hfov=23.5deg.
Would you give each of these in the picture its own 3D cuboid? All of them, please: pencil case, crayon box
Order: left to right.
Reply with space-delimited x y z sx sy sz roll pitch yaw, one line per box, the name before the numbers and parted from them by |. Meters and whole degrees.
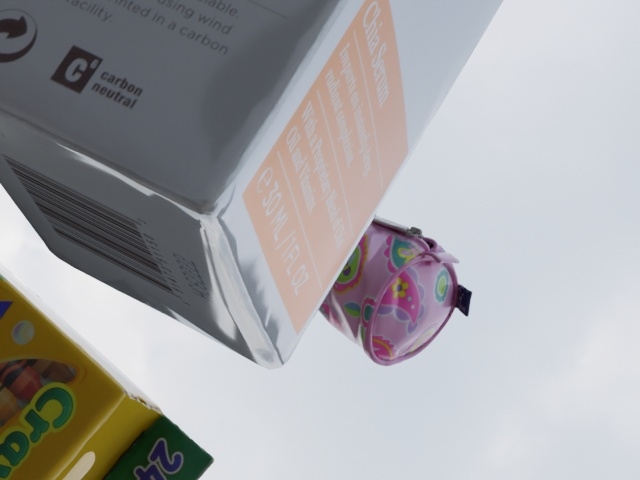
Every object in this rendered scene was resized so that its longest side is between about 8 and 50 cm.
crayon box | -0.262 0.125 1.095 0.323 0.083 0.203 38 -94 23
pencil case | 0.000 0.000 1.396 0.284 0.124 0.124 34 -61 38

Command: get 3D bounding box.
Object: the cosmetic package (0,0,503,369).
cosmetic package | 0.012 -0.185 0.804 0.162 0.230 0.453 26 -106 16
